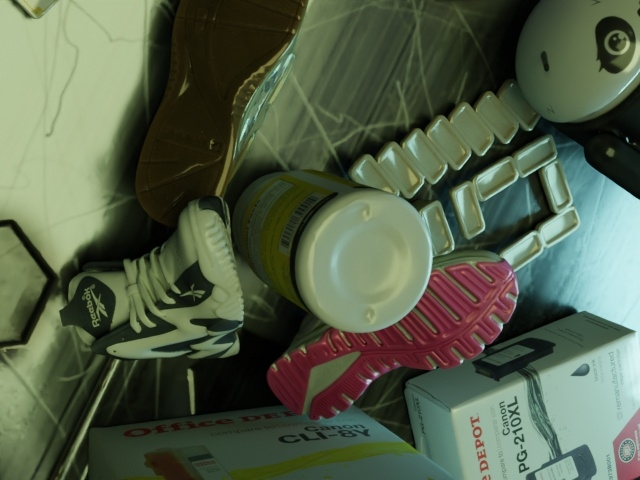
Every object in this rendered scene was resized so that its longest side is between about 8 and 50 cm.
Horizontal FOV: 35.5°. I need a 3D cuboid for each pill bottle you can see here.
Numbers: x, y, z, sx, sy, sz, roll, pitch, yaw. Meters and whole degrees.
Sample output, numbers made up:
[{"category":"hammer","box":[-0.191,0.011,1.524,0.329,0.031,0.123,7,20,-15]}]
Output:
[{"category":"pill bottle","box":[0.000,0.000,0.878,0.119,0.208,0.119,-5,102,-22]}]

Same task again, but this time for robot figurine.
[{"category":"robot figurine","box":[0.327,-0.157,1.001,0.278,0.209,0.173,28,113,-26]}]

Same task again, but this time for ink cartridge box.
[{"category":"ink cartridge box","box":[0.228,0.200,1.076,0.237,0.100,0.171,-18,107,-19]},{"category":"ink cartridge box","box":[-0.027,0.270,0.830,0.279,0.385,0.160,-3,99,-22]}]

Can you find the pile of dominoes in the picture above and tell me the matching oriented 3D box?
[{"category":"pile of dominoes","box":[0.146,-0.044,1.039,0.251,0.040,0.195,-30,111,-23]}]

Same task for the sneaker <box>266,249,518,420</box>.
[{"category":"sneaker","box":[0.064,0.067,0.936,0.252,0.111,0.103,-25,115,21]}]

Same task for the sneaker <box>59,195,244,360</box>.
[{"category":"sneaker","box":[-0.147,0.044,0.842,0.153,0.235,0.094,-8,71,-9]}]

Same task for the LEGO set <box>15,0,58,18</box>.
[{"category":"LEGO set","box":[-0.327,-0.207,0.796,0.182,0.060,0.244,46,70,-24]}]

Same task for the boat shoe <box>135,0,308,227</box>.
[{"category":"boat shoe","box":[-0.087,-0.147,0.888,0.105,0.089,0.285,24,88,1]}]
